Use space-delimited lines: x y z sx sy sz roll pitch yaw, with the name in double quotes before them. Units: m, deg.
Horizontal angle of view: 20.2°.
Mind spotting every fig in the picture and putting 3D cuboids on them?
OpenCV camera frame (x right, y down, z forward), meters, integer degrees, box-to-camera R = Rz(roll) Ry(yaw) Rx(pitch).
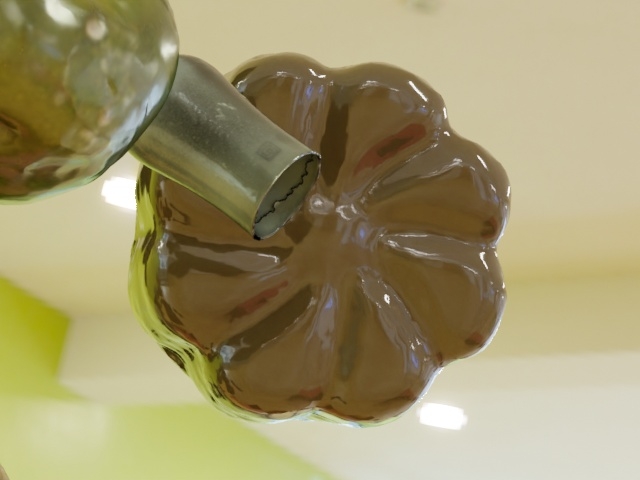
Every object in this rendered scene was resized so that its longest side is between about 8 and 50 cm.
"fig" -0.249 -0.132 1.260 0.314 0.233 0.233 -8 -30 35

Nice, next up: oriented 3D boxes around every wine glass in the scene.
"wine glass" -0.113 -0.100 1.497 0.231 0.103 0.103 37 -16 19

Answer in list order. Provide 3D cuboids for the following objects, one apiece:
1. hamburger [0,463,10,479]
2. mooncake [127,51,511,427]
"hamburger" -0.393 0.291 1.564 0.283 0.144 0.259 -29 -69 9
"mooncake" 0.000 0.000 1.716 0.379 0.378 0.201 16 -4 -10
